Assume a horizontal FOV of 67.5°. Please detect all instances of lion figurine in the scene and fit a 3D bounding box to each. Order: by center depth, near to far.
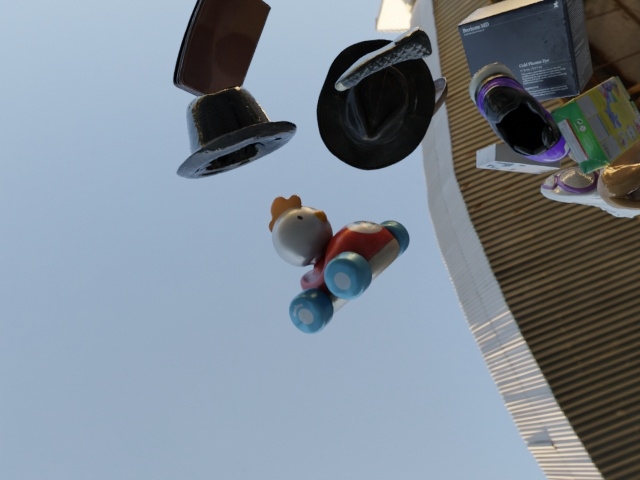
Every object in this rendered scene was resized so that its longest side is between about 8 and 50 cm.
[{"bbox_3d":[0.670,-0.173,1.053,0.240,0.142,0.392,-9,-148,31],"label":"lion figurine"}]

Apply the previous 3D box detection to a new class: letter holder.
[{"bbox_3d":[-0.302,-0.545,1.293,0.152,0.214,0.302,27,-81,31],"label":"letter holder"}]

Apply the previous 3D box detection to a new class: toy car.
[{"bbox_3d":[0.000,0.000,0.865,0.238,0.210,0.219,47,-145,6],"label":"toy car"}]

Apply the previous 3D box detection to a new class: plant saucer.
[{"bbox_3d":[0.297,-0.378,1.340,0.029,0.168,0.168,35,-118,-18],"label":"plant saucer"}]

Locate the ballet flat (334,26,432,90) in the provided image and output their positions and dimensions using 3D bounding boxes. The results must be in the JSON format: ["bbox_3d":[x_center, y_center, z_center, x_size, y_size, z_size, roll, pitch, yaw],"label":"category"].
[{"bbox_3d":[0.097,-0.283,0.777,0.049,0.173,0.057,52,-142,-27],"label":"ballet flat"}]

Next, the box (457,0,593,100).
[{"bbox_3d":[0.684,-0.638,1.599,0.343,0.312,0.179,4,-140,44],"label":"box"}]

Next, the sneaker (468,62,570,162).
[{"bbox_3d":[0.400,-0.202,0.913,0.293,0.102,0.146,24,-142,-33],"label":"sneaker"}]

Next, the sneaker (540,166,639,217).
[{"bbox_3d":[0.736,-0.112,1.241,0.305,0.152,0.114,6,-127,37],"label":"sneaker"}]

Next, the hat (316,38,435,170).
[{"bbox_3d":[0.143,-0.332,1.194,0.331,0.134,0.331,0,-74,0],"label":"hat"}]

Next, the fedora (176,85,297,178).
[{"bbox_3d":[-0.216,-0.264,1.128,0.334,0.334,0.152,-22,-86,-18],"label":"fedora"}]

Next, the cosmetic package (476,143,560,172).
[{"bbox_3d":[0.620,-0.252,1.502,0.239,0.099,0.060,3,-92,-16],"label":"cosmetic package"}]

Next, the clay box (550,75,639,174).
[{"bbox_3d":[0.518,-0.218,0.879,0.222,0.053,0.127,-29,-90,-37],"label":"clay box"}]
